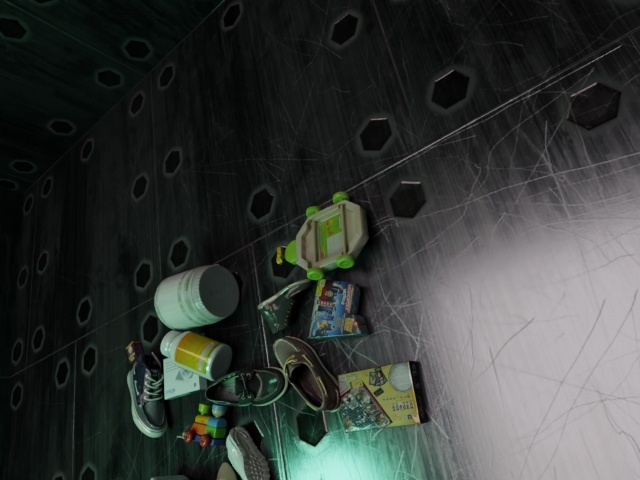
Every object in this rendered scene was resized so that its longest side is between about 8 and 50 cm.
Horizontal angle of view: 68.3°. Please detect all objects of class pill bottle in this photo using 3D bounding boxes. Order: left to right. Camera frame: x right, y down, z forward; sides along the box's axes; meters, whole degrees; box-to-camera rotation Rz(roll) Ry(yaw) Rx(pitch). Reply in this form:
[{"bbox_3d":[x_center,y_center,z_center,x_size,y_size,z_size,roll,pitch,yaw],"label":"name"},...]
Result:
[{"bbox_3d":[-0.463,0.416,1.745,0.246,0.136,0.136,14,86,23],"label":"pill bottle"}]

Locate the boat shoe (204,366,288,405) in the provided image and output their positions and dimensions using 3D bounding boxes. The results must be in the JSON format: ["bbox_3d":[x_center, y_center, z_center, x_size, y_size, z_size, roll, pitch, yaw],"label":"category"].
[{"bbox_3d":[-0.266,0.503,1.616,0.340,0.113,0.127,-15,69,35],"label":"boat shoe"}]

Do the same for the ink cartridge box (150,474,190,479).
[{"bbox_3d":[-0.500,0.938,1.591,0.307,0.129,0.223,148,125,-59],"label":"ink cartridge box"}]

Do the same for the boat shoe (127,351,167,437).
[{"bbox_3d":[-0.689,0.609,1.906,0.340,0.127,0.158,48,118,37],"label":"boat shoe"}]

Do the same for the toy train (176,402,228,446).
[{"bbox_3d":[-0.437,0.661,1.719,0.248,0.105,0.143,-7,66,37],"label":"toy train"}]

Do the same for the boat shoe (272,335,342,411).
[{"bbox_3d":[-0.056,0.412,1.487,0.324,0.097,0.116,41,103,38],"label":"boat shoe"}]

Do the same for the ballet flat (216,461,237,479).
[{"bbox_3d":[-0.308,0.866,1.566,0.086,0.086,0.248,-42,55,22],"label":"ballet flat"}]

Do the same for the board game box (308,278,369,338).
[{"bbox_3d":[0.067,0.227,1.467,0.194,0.060,0.194,4,80,38],"label":"board game box"}]

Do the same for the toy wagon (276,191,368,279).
[{"bbox_3d":[0.000,0.000,1.557,0.344,0.068,0.267,-25,50,31],"label":"toy wagon"}]

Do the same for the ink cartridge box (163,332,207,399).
[{"bbox_3d":[-0.545,0.501,1.883,0.223,0.045,0.224,-25,62,31],"label":"ink cartridge box"}]

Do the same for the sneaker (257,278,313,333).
[{"bbox_3d":[-0.098,0.221,1.602,0.222,0.083,0.118,-34,77,19],"label":"sneaker"}]

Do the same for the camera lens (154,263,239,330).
[{"bbox_3d":[-0.475,0.219,1.795,0.274,0.219,0.219,-17,67,34],"label":"camera lens"}]

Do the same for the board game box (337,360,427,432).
[{"bbox_3d":[0.168,0.445,1.335,0.243,0.042,0.165,-21,65,32],"label":"board game box"}]

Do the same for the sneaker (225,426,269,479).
[{"bbox_3d":[-0.245,0.740,1.563,0.235,0.090,0.095,52,123,40],"label":"sneaker"}]

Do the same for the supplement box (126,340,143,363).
[{"bbox_3d":[-0.830,0.501,2.111,0.055,0.043,0.083,-44,55,18],"label":"supplement box"}]
